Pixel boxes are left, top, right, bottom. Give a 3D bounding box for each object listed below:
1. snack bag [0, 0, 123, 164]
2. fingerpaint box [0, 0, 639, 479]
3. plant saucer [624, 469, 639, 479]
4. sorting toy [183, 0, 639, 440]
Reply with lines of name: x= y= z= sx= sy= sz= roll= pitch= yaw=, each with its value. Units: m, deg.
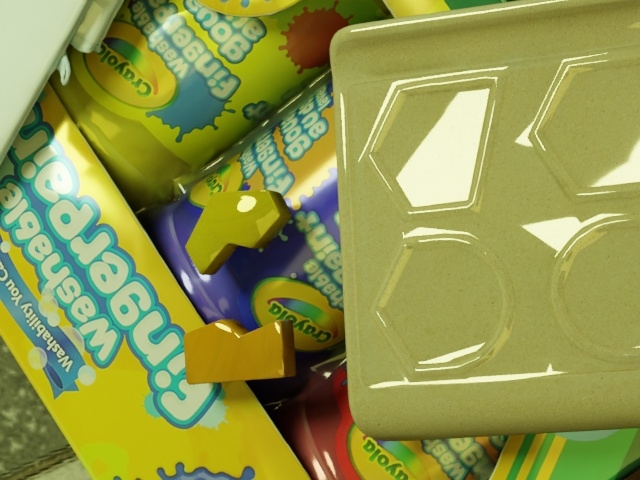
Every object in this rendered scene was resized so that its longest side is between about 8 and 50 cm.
snack bag: x=-0.254 y=-0.201 z=1.057 sx=0.323 sy=0.037 sz=0.342 roll=36 pitch=109 yaw=15
fingerpaint box: x=0.000 y=0.000 z=1.078 sx=0.371 sy=0.163 sz=0.444 roll=-37 pitch=78 yaw=14
plant saucer: x=0.117 y=0.066 z=1.230 sx=0.311 sy=0.050 sz=0.310 roll=1 pitch=108 yaw=3
sorting toy: x=0.068 y=-0.007 z=0.956 sx=0.307 sy=0.041 sz=0.229 roll=-6 pitch=86 yaw=22
